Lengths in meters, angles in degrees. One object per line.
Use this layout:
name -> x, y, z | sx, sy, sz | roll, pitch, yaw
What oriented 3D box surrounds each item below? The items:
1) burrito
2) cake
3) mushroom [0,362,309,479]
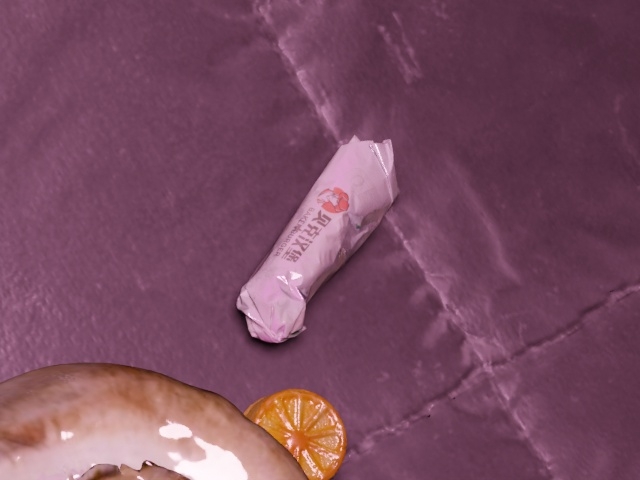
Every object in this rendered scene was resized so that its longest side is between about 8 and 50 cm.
burrito -> 0.000, 0.000, 1.580 | 0.064, 0.064, 0.203 | 39, 57, -6
cake -> -0.022, 0.153, 1.513 | 0.084, 0.044, 0.084 | 9, 66, -20
mushroom -> -0.145, 0.238, 1.297 | 0.352, 0.260, 0.352 | 12, 58, -21
